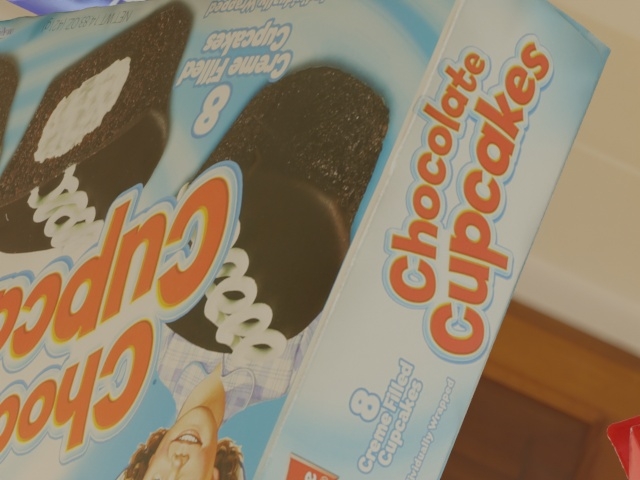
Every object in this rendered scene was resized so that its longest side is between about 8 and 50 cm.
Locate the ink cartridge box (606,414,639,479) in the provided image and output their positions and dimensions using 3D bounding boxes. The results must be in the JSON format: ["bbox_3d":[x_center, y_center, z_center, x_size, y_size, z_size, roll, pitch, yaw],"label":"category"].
[{"bbox_3d":[0.281,0.171,1.194,0.078,0.134,0.231,79,-9,-51],"label":"ink cartridge box"}]

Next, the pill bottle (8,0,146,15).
[{"bbox_3d":[-0.065,-0.131,0.794,0.112,0.187,0.112,-33,-134,42],"label":"pill bottle"}]

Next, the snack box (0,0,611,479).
[{"bbox_3d":[-0.065,0.014,0.604,0.322,0.060,0.187,3,-114,55],"label":"snack box"}]
